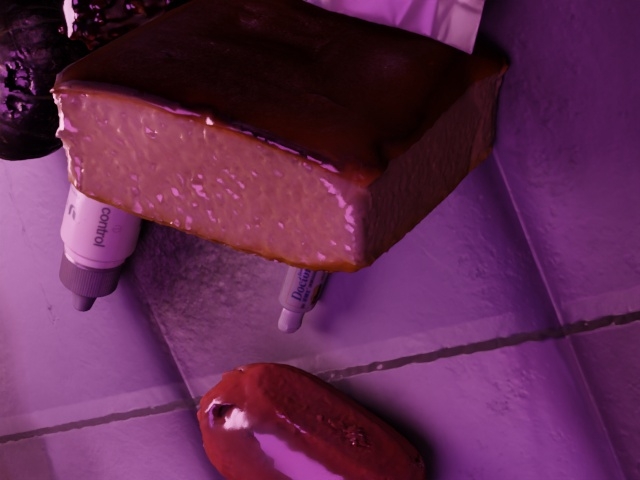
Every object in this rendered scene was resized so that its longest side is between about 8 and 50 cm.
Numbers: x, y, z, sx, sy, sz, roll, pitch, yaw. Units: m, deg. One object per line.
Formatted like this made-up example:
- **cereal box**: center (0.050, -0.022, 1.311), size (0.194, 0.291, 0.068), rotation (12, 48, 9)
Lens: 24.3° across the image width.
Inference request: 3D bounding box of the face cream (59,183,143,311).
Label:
- **face cream**: center (-0.242, -0.046, 1.688), size (0.092, 0.092, 0.311), rotation (31, 124, 17)

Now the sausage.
- **sausage**: center (-0.009, 0.236, 1.631), size (0.280, 0.152, 0.152), rotation (31, 124, 16)

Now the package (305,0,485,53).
- **package**: center (0.069, -0.303, 1.375), size (0.251, 0.062, 0.204), rotation (25, 114, 31)

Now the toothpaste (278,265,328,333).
- **toothpaste**: center (0.000, 0.000, 1.584), size (0.037, 0.067, 0.255), rotation (-114, 34, -46)

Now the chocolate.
- **chocolate**: center (-0.214, -0.245, 1.557), size (0.156, 0.133, 0.156), rotation (15, 119, 28)

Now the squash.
- **squash**: center (-0.329, -0.185, 1.639), size (0.193, 0.156, 0.193), rotation (39, 142, 40)

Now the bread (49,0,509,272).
- **bread**: center (-0.029, -0.118, 1.380), size (0.324, 0.333, 0.143), rotation (16, 120, 21)
